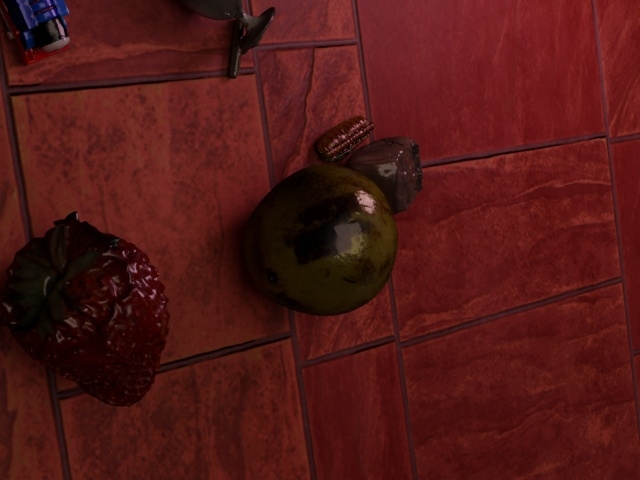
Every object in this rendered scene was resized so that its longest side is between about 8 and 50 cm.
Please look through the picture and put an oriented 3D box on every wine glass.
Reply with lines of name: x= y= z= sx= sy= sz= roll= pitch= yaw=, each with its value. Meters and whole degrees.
wine glass: x=-0.189 y=-0.432 z=1.903 sx=0.222 sy=0.103 sz=0.103 roll=37 pitch=68 yaw=-21

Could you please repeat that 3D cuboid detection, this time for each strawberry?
strawberry: x=-0.351 y=0.110 z=1.695 sx=0.257 sy=0.261 sz=0.261 roll=38 pitch=67 yaw=-50

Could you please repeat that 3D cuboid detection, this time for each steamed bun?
steamed bun: x=0.135 y=-0.122 z=2.144 sx=0.175 sy=0.106 sz=0.145 roll=-33 pitch=120 yaw=-41

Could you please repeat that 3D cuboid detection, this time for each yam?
yam: x=-0.152 y=-0.351 z=1.986 sx=0.021 sy=0.021 sz=0.116 roll=11 pitch=84 yaw=-37

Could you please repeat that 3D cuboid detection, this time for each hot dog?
hot dog: x=0.052 y=-0.200 z=2.130 sx=0.144 sy=0.038 sz=0.062 roll=-35 pitch=110 yaw=-33

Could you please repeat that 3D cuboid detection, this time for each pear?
pear: x=0.000 y=0.000 z=1.953 sx=0.283 sy=0.283 sz=0.283 roll=0 pitch=89 yaw=-37

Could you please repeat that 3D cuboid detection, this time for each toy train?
toy train: x=-0.453 y=-0.383 z=1.686 sx=0.083 sy=0.131 sz=0.204 roll=-32 pitch=109 yaw=-34
